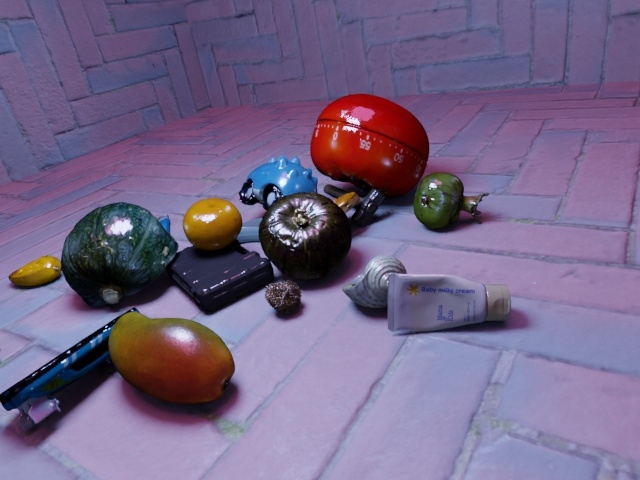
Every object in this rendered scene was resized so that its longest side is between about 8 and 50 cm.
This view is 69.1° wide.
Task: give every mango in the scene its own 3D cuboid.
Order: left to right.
[{"bbox_3d":[-0.856,0.096,1.399,0.187,0.066,0.101,-12,34,9],"label":"mango"},{"bbox_3d":[-0.291,0.215,0.864,0.288,0.146,0.129,3,-13,27],"label":"mango"}]

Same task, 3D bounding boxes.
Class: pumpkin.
[{"bbox_3d":[-0.551,0.019,1.222,0.292,0.197,0.264,-24,31,12],"label":"pumpkin"},{"bbox_3d":[-0.035,-0.019,1.153,0.237,0.159,0.238,2,56,-3],"label":"pumpkin"}]

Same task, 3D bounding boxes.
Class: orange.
[{"bbox_3d":[-0.287,-0.041,1.239,0.156,0.124,0.156,2,40,-2],"label":"orange"}]

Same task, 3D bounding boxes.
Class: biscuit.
[{"bbox_3d":[0.035,-0.085,1.342,0.170,0.050,0.170,-38,4,3],"label":"biscuit"}]

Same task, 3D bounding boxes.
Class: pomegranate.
[{"bbox_3d":[0.352,-0.102,1.262,0.190,0.152,0.131,15,24,4],"label":"pomegranate"}]

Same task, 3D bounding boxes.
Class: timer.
[{"bbox_3d":[0.159,-0.301,1.484,0.377,0.280,0.378,21,2,-1],"label":"timer"}]

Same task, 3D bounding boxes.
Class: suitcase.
[{"bbox_3d":[-0.272,0.073,1.219,0.206,0.066,0.285,-25,30,-28],"label":"suitcase"}]

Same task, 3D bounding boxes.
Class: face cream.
[{"bbox_3d":[0.242,0.121,0.895,0.223,0.114,0.070,0,1,3],"label":"face cream"}]

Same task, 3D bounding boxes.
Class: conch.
[{"bbox_3d":[0.117,0.095,0.986,0.135,0.102,0.153,-23,-14,-12],"label":"conch"}]

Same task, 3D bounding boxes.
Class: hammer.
[{"bbox_3d":[0.085,-0.139,1.511,0.111,0.043,0.365,-53,25,1],"label":"hammer"}]

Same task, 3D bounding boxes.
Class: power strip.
[{"bbox_3d":[-0.154,-0.017,1.368,0.167,0.054,0.253,-26,30,-34],"label":"power strip"}]

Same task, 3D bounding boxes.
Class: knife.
[{"bbox_3d":[-0.529,-0.029,1.569,0.044,0.026,0.297,-19,30,-9],"label":"knife"}]

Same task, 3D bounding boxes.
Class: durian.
[{"bbox_3d":[-0.085,0.122,1.037,0.091,0.080,0.080,29,43,23],"label":"durian"}]

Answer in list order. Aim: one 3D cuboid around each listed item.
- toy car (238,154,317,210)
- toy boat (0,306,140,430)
[{"bbox_3d":[-0.118,-0.172,1.453,0.188,0.190,0.255,15,1,-43],"label":"toy car"},{"bbox_3d":[-0.471,0.246,0.938,0.134,0.092,0.299,-31,6,34],"label":"toy boat"}]
